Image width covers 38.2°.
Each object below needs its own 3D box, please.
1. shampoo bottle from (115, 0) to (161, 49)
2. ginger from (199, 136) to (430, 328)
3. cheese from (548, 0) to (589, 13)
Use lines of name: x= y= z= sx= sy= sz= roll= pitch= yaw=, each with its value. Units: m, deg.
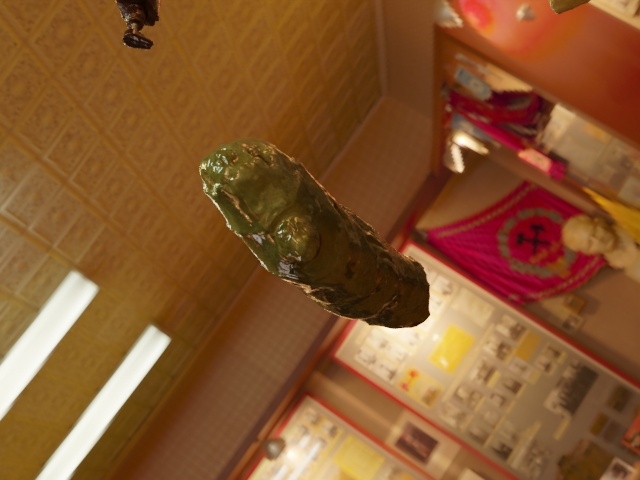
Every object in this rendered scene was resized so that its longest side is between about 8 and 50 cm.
shampoo bottle: x=-0.301 y=-0.419 z=1.563 sx=0.067 sy=0.068 sz=0.236 roll=88 pitch=-176 yaw=-56
ginger: x=0.002 y=0.003 z=0.763 sx=0.089 sy=0.137 sz=0.290 roll=-32 pitch=-24 yaw=16
cheese: x=0.368 y=-0.358 z=1.325 sx=0.044 sy=0.083 sz=0.030 roll=48 pitch=-151 yaw=-41
